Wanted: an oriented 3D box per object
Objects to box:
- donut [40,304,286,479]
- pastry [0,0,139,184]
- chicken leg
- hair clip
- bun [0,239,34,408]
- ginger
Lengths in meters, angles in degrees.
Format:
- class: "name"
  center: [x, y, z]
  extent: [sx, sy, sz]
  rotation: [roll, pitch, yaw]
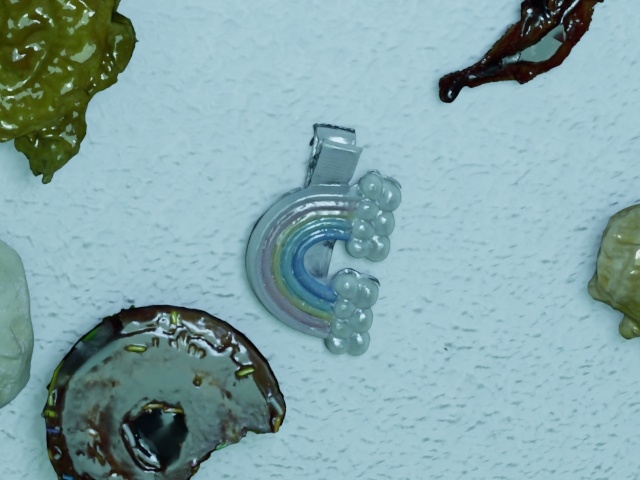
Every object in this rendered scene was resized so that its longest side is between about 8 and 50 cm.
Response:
- class: "donut"
  center: [-0.157, 0.166, 1.923]
  extent: [0.216, 0.096, 0.230]
  rotation: [29, 98, -7]
- class: "pastry"
  center: [-0.289, -0.210, 1.825]
  extent: [0.235, 0.132, 0.240]
  rotation: [27, 105, -18]
- class: "chicken leg"
  center: [0.203, -0.204, 1.898]
  extent: [0.089, 0.048, 0.219]
  rotation: [36, 97, -8]
- class: "hair clip"
  center: [0.000, 0.000, 1.929]
  extent: [0.140, 0.054, 0.220]
  rotation: [9, 105, -13]
- class: "bun"
  center: [-0.379, 0.083, 1.870]
  extent: [0.231, 0.133, 0.231]
  rotation: [0, 101, -2]
- class: "ginger"
  center: [0.415, 0.085, 1.938]
  extent: [0.190, 0.126, 0.354]
  rotation: [-42, 106, 14]
